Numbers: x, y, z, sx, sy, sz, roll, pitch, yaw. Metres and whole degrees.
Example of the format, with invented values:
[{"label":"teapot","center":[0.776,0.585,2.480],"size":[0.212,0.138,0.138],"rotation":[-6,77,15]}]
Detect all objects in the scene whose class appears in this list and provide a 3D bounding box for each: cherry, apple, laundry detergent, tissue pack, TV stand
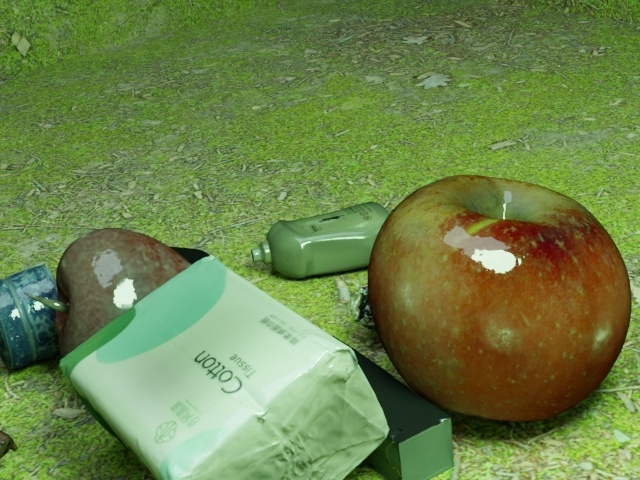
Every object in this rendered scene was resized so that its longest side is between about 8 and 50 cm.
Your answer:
[{"label":"cherry","center":[-0.300,0.100,1.530],"size":[0.285,0.236,0.213],"rotation":[11,-5,-28]},{"label":"apple","center":[0.235,0.075,1.358],"size":[0.348,0.277,0.348],"rotation":[4,27,-2]},{"label":"laundry detergent","center":[0.000,0.000,1.829],"size":[0.253,0.091,0.181],"rotation":[-12,24,-10]},{"label":"tissue pack","center":[-0.129,0.193,1.287],"size":[0.266,0.194,0.356],"rotation":[-37,35,-19]},{"label":"TV stand","center":[0.060,0.223,1.358],"size":[0.088,0.083,0.269],"rotation":[-20,29,-28]}]

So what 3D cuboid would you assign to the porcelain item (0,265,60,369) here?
[{"label":"porcelain item","center":[-0.472,0.123,1.625],"size":[0.114,0.147,0.147],"rotation":[-20,28,-25]}]

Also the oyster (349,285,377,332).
[{"label":"oyster","center":[0.177,0.097,1.600],"size":[0.214,0.083,0.223],"rotation":[8,23,24]}]

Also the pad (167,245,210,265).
[{"label":"pad","center":[-0.341,0.075,1.799],"size":[0.323,0.055,0.250],"rotation":[-12,26,-11]}]

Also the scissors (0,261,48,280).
[{"label":"scissors","center":[-0.587,0.081,1.888],"size":[0.176,0.022,0.085],"rotation":[-27,28,-30]}]

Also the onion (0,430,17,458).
[{"label":"onion","center":[-0.516,0.269,1.353],"size":[0.218,0.140,0.195],"rotation":[14,25,-14]}]
